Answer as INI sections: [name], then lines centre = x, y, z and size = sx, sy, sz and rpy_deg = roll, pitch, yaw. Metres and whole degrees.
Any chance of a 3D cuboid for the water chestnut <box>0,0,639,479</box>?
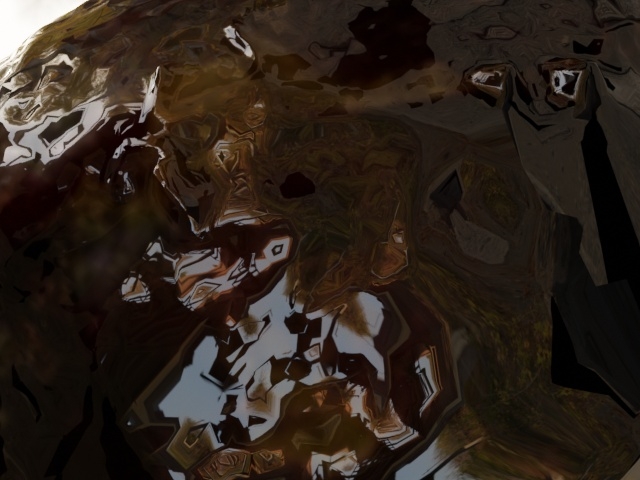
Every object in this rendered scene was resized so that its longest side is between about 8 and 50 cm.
[water chestnut]
centre = 0.000, 0.000, 0.574
size = 0.347, 0.335, 0.335
rpy_deg = 54, -176, 21
